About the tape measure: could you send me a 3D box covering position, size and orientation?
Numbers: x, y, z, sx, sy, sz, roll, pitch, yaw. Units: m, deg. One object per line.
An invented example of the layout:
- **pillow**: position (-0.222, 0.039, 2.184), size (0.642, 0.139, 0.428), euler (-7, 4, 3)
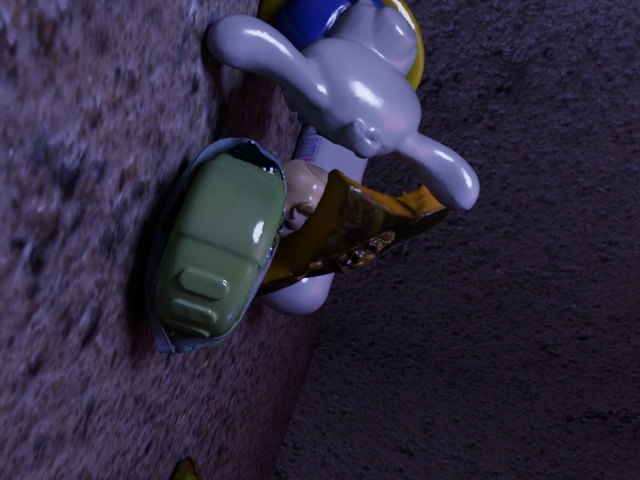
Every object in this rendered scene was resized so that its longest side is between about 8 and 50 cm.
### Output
- **tape measure**: position (-0.095, 0.001, 0.615), size (0.175, 0.106, 0.200), euler (123, -11, -60)

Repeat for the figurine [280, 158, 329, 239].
- **figurine**: position (-0.048, -0.027, 1.029), size (0.114, 0.108, 0.196), euler (69, 42, -72)

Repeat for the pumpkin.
- **pumpkin**: position (0.025, -0.008, 0.831), size (0.290, 0.258, 0.095), euler (-13, 79, -55)

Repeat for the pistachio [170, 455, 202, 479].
- **pistachio**: position (-0.193, 0.370, 0.903), size (0.089, 0.049, 0.173), euler (96, 10, -56)

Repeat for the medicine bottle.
- **medicine bottle**: position (-0.014, -0.036, 1.175), size (0.130, 0.130, 0.341), euler (89, 18, -71)

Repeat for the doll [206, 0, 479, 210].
- **doll**: position (0.060, -0.168, 0.711), size (0.159, 0.311, 0.242), euler (-49, -167, 13)
